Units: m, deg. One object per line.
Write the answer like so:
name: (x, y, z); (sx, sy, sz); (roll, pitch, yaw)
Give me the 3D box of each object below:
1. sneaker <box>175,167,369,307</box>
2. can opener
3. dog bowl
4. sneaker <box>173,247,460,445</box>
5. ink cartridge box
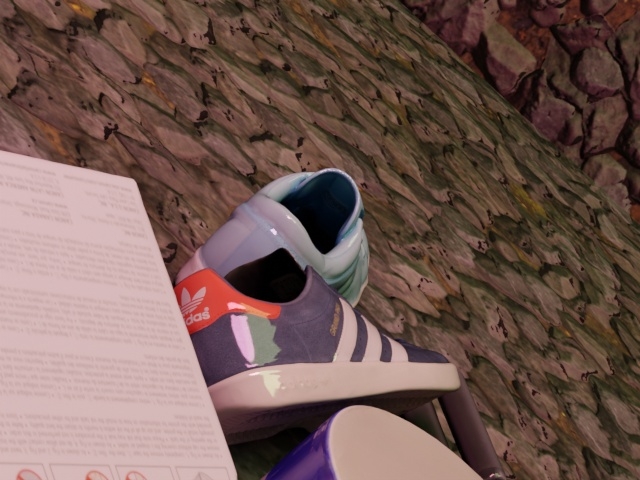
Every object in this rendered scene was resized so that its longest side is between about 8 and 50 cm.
sneaker: (0.000, 0.000, 1.814); (0.135, 0.150, 0.366); (47, 19, 3)
can opener: (0.138, 0.239, 1.766); (0.283, 0.076, 0.095); (-109, -179, -53)
dog bowl: (0.068, 0.257, 1.493); (0.265, 0.104, 0.265); (39, 20, -17)
sneaker: (-0.002, 0.082, 1.637); (0.350, 0.131, 0.148); (9, 56, -60)
ink cartridge box: (-0.190, 0.120, 1.334); (0.308, 0.091, 0.385); (12, 54, -59)
